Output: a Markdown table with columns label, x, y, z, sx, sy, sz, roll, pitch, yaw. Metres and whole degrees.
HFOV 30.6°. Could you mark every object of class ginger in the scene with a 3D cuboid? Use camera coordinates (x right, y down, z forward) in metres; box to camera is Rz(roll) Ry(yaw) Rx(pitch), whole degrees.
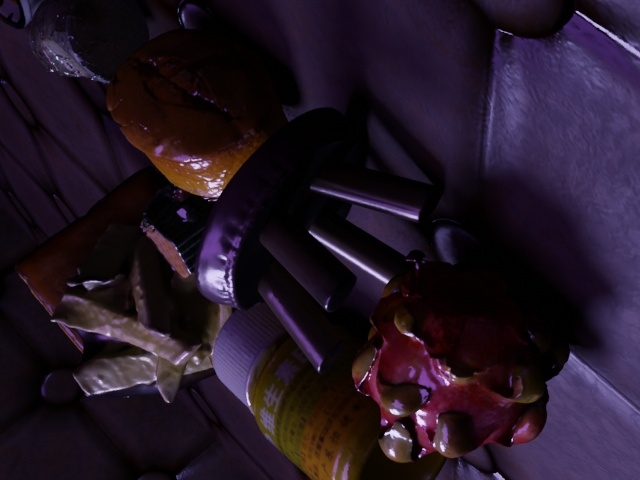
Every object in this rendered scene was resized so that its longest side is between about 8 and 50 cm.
| label | x | y | z | sx | sy | sz | roll | pitch | yaw |
| --- | --- | --- | --- | --- | --- | --- | --- | --- | --- |
| ginger | -0.279 | 0.083 | 2.011 | 0.358 | 0.413 | 0.211 | 60 | 176 | 11 |

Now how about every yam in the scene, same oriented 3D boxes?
| label | x | y | z | sx | sy | sz | roll | pitch | yaw |
| --- | --- | --- | --- | --- | --- | --- | --- | --- | --- |
| yam | -0.354 | -0.319 | 1.781 | 0.154 | 0.154 | 0.254 | 60 | 163 | -23 |

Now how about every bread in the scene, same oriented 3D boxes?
| label | x | y | z | sx | sy | sz | roll | pitch | yaw |
| --- | --- | --- | --- | --- | --- | --- | --- | --- | --- |
| bread | -0.343 | 0.076 | 2.192 | 0.333 | 0.324 | 0.143 | 48 | 170 | 9 |
| bread | -0.161 | -0.173 | 1.522 | 0.270 | 0.195 | 0.142 | 38 | 167 | 43 |

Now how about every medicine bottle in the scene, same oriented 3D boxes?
| label | x | y | z | sx | sy | sz | roll | pitch | yaw |
| --- | --- | --- | --- | --- | --- | --- | --- | --- | --- |
| medicine bottle | 0.009 | 0.247 | 1.849 | 0.384 | 0.224 | 0.224 | 34 | 154 | 44 |

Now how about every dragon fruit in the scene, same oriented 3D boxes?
| label | x | y | z | sx | sy | sz | roll | pitch | yaw |
| --- | --- | --- | --- | --- | --- | --- | --- | --- | --- |
| dragon fruit | 0.158 | 0.140 | 1.356 | 0.228 | 0.243 | 0.307 | 28 | -162 | 4 |

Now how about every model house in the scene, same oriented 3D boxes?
| label | x | y | z | sx | sy | sz | roll | pitch | yaw |
| --- | --- | --- | --- | --- | --- | --- | --- | --- | --- |
| model house | -0.166 | -0.044 | 1.783 | 0.166 | 0.183 | 0.172 | 52 | 164 | -4 |

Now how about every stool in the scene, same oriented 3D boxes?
| label | x | y | z | sx | sy | sz | roll | pitch | yaw |
| --- | --- | --- | --- | --- | --- | --- | --- | --- | --- |
| stool | 0.000 | 0.000 | 1.368 | 0.178 | 0.272 | 0.272 | 37 | 158 | 18 |

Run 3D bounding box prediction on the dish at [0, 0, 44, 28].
| label | x | y | z | sx | sy | sz | roll | pitch | yaw |
| --- | --- | --- | --- | --- | --- | --- | --- | --- | --- |
| dish | -0.523 | -0.491 | 1.892 | 0.303 | 0.120 | 0.303 | 45 | 160 | 21 |
